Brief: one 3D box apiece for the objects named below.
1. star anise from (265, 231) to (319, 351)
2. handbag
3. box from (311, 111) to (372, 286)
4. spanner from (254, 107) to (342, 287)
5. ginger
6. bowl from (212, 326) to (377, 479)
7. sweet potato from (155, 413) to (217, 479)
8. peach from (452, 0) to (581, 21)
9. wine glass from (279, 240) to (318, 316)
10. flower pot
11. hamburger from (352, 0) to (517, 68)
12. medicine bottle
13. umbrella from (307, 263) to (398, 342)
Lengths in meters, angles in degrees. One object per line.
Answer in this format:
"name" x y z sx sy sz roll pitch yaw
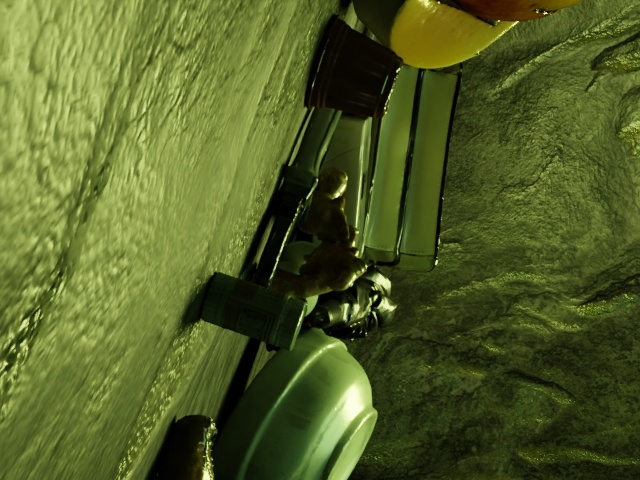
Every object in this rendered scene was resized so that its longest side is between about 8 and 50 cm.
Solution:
"star anise" -0.032 0.107 1.437 0.288 0.088 0.288 7 90 -81
"handbag" 0.118 -0.133 1.516 0.236 0.160 0.359 173 -75 -81
"box" 0.032 -0.067 1.291 0.155 0.067 0.243 -61 156 -78
"spanner" -0.019 -0.077 1.023 0.096 0.040 0.325 106 3 -53
"ginger" 0.000 0.000 1.047 0.193 0.176 0.053 -44 139 -17
"bowl" -0.024 0.294 1.331 0.307 0.163 0.307 -52 160 -28
"sweet potato" -0.135 0.292 0.750 0.112 0.085 0.286 96 12 -58
"peach" 0.191 -0.360 0.721 0.372 0.289 0.373 23 90 -88
"wine glass" -0.037 0.057 1.144 0.195 0.079 0.079 -58 167 -76
"flower pot" 0.042 -0.187 0.975 0.111 0.089 0.111 19 90 -87
"hamburger" 0.169 -0.340 1.017 0.295 0.151 0.227 -33 153 23
"medicine bottle" -0.057 0.061 0.752 0.047 0.083 0.047 18 90 -87
"umbrella" 0.040 0.098 1.319 0.340 0.118 0.118 2 107 -75
